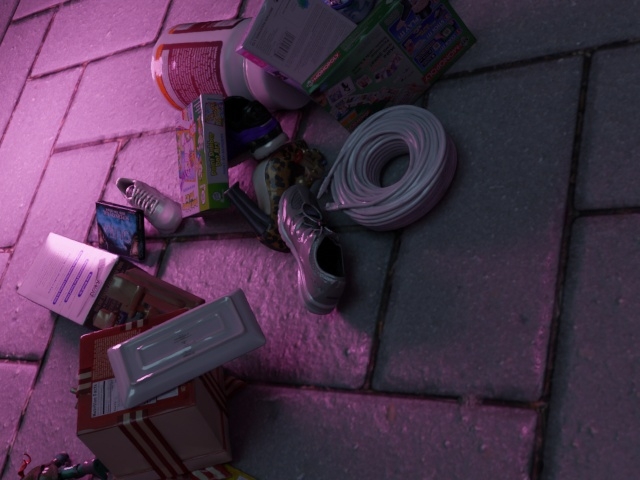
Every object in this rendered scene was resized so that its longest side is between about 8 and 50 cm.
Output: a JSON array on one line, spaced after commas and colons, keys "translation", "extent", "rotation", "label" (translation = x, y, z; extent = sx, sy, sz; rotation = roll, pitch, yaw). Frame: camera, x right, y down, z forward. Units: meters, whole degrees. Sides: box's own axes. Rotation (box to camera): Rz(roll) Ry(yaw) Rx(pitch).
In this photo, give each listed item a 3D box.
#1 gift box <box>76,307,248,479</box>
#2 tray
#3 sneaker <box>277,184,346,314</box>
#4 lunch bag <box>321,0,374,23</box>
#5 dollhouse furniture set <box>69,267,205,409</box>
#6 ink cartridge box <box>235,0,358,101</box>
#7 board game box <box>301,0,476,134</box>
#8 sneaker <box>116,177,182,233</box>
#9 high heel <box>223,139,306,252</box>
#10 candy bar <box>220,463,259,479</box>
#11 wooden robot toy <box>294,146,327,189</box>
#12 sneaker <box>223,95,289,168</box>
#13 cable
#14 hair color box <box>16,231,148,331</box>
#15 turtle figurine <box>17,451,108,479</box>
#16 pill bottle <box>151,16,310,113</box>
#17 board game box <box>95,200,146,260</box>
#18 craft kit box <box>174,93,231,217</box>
[{"translation": [-0.288, 0.312, 1.533], "extent": [0.276, 0.258, 0.255], "rotation": [-10, 49, 5], "label": "gift box"}, {"translation": [-0.244, 0.182, 1.441], "extent": [0.270, 0.030, 0.145], "rotation": [-25, 50, -8], "label": "tray"}, {"translation": [0.000, 0.000, 1.582], "extent": [0.115, 0.105, 0.281], "rotation": [-48, 51, 43], "label": "sneaker"}, {"translation": [0.054, -0.611, 1.925], "extent": [0.176, 0.090, 0.219], "rotation": [3, 66, 43], "label": "lunch bag"}, {"translation": [-0.399, 0.257, 1.709], "extent": [0.303, 0.174, 0.355], "rotation": [-177, 111, -88], "label": "dollhouse furniture set"}, {"translation": [-0.005, -0.403, 1.728], "extent": [0.186, 0.311, 0.065], "rotation": [-65, 17, -11], "label": "ink cartridge box"}, {"translation": [0.140, -0.356, 1.616], "extent": [0.317, 0.213, 0.046], "rotation": [-44, 46, 9], "label": "board game box"}, {"translation": [-0.423, -0.089, 1.997], "extent": [0.235, 0.095, 0.090], "rotation": [28, 83, 43], "label": "sneaker"}, {"translation": [-0.070, -0.098, 1.753], "extent": [0.261, 0.186, 0.093], "rotation": [-45, 7, -36], "label": "high heel"}, {"translation": [-0.163, 0.447, 1.525], "extent": [0.161, 0.018, 0.040], "rotation": [11, 70, 42], "label": "candy bar"}, {"translation": [-0.035, -0.141, 1.697], "extent": [0.079, 0.076, 0.173], "rotation": [-53, 16, 20], "label": "wooden robot toy"}, {"translation": [-0.182, -0.255, 1.815], "extent": [0.102, 0.146, 0.293], "rotation": [-42, 19, -25], "label": "sneaker"}, {"translation": [0.141, -0.140, 1.577], "extent": [0.257, 0.089, 0.257], "rotation": [16, 75, 42], "label": "cable"}, {"translation": [-0.597, 0.106, 2.014], "extent": [0.339, 0.110, 0.185], "rotation": [14, 73, 45], "label": "hair color box"}, {"translation": [-0.576, 0.533, 1.748], "extent": [0.234, 0.118, 0.175], "rotation": [-12, 58, 27], "label": "turtle figurine"}, {"translation": [-0.200, -0.408, 1.913], "extent": [0.392, 0.224, 0.224], "rotation": [11, 72, 42], "label": "pill bottle"}, {"translation": [-0.500, -0.026, 2.023], "extent": [0.186, 0.026, 0.126], "rotation": [12, 108, 43], "label": "board game box"}, {"translation": [-0.267, -0.181, 1.813], "extent": [0.250, 0.061, 0.246], "rotation": [170, 93, -67], "label": "craft kit box"}]
